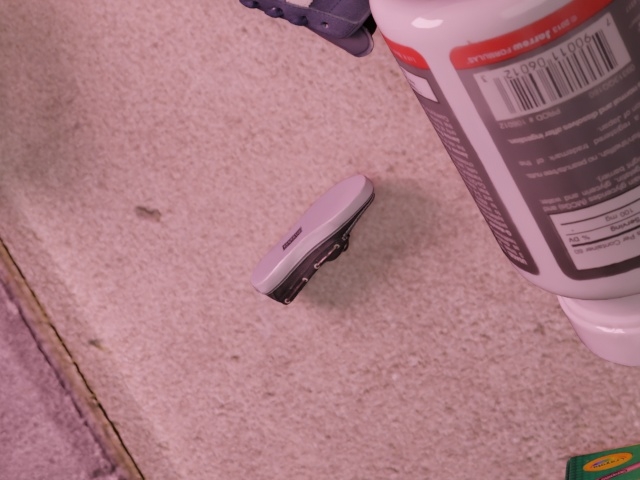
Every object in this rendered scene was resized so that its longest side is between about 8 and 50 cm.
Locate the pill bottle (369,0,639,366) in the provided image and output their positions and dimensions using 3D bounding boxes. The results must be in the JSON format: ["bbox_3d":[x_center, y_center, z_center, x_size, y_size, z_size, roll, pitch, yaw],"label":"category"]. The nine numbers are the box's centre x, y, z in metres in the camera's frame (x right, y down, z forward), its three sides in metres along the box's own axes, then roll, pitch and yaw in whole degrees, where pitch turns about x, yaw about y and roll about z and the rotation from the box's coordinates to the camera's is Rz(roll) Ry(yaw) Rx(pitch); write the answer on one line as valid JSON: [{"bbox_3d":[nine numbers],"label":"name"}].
[{"bbox_3d":[0.201,-0.088,1.287,0.210,0.210,0.363,-22,124,15],"label":"pill bottle"}]

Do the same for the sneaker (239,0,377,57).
[{"bbox_3d":[-0.028,-0.210,1.359,0.350,0.131,0.148,-7,115,9],"label":"sneaker"}]

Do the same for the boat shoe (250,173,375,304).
[{"bbox_3d":[0.000,0.000,1.479,0.040,0.049,0.142,37,113,-24],"label":"boat shoe"}]

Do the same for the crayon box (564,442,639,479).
[{"bbox_3d":[0.364,0.247,1.479,0.278,0.081,0.165,-14,105,13],"label":"crayon box"}]
